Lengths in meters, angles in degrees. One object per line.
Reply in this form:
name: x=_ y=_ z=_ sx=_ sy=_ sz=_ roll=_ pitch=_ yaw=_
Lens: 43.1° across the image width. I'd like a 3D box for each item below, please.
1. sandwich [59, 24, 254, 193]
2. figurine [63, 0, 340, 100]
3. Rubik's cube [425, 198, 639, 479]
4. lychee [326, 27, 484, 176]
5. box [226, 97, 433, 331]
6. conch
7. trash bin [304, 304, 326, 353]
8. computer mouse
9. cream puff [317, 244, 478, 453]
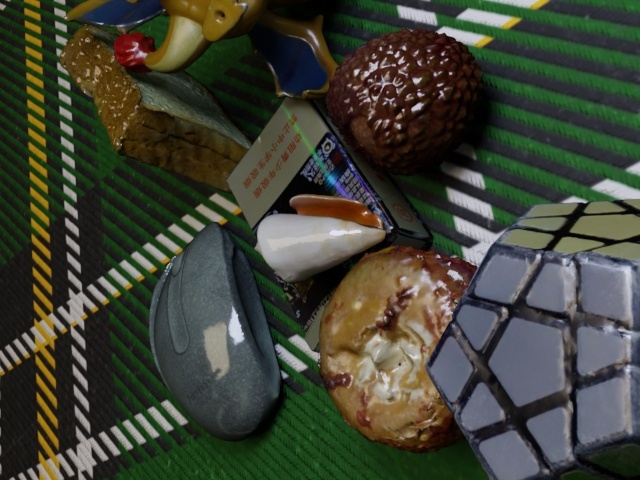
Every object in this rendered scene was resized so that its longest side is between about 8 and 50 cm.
sandwich: x=-0.244 y=-0.202 z=1.277 sx=0.099 sy=0.271 sz=0.301 roll=-52 pitch=47 yaw=12
figurine: x=-0.135 y=-0.389 z=1.145 sx=0.401 sy=0.387 sz=0.268 roll=13 pitch=132 yaw=19
Rubik's cube: x=0.247 y=0.112 z=0.689 sx=0.264 sy=0.319 sz=0.319 roll=31 pitch=104 yaw=18
lychee: x=0.105 y=-0.175 z=0.983 sx=0.188 sy=0.188 sz=0.188 roll=-14 pitch=71 yaw=44
box: x=-0.001 y=-0.047 z=1.121 sx=0.198 sy=0.084 sz=0.310 roll=-50 pitch=49 yaw=25
conch: x=-0.006 y=-0.010 z=0.989 sx=0.176 sy=0.104 sz=0.094 roll=-26 pitch=101 yaw=36
trash bin: x=0.034 y=0.121 z=1.033 sx=0.060 sy=0.092 sz=0.043 roll=-61 pitch=30 yaw=15
computer mouse: x=-0.175 y=0.126 z=1.239 sx=0.203 sy=0.114 sz=0.373 roll=-48 pitch=49 yaw=29
cream puff: x=0.106 y=0.117 z=0.916 sx=0.240 sy=0.164 sz=0.239 roll=5 pitch=97 yaw=40
